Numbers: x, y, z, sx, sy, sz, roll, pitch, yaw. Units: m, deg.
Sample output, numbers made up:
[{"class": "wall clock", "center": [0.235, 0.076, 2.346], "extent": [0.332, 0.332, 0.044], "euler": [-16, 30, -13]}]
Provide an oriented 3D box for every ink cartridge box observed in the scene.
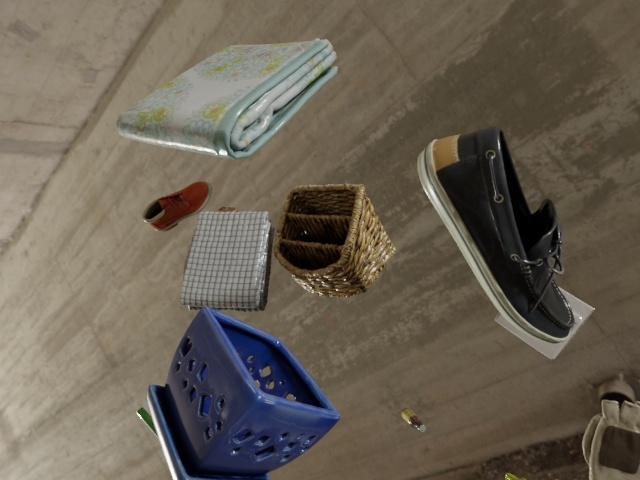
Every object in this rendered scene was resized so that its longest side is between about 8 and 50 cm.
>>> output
[{"class": "ink cartridge box", "center": [0.612, 0.207, 1.164], "extent": [0.168, 0.171, 0.233], "euler": [-56, -26, 6]}]

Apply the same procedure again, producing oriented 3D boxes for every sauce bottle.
[{"class": "sauce bottle", "center": [0.321, 0.621, 1.437], "extent": [0.042, 0.042, 0.128], "euler": [-31, 7, -10]}]

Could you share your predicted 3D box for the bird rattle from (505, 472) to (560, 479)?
[{"class": "bird rattle", "center": [0.701, 0.811, 1.281], "extent": [0.254, 0.206, 0.143], "euler": [-24, 24, 32]}]

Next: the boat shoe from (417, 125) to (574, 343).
[{"class": "boat shoe", "center": [0.371, 0.005, 0.778], "extent": [0.156, 0.500, 0.186], "euler": [-25, 22, 36]}]

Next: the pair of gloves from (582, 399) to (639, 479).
[{"class": "pair of gloves", "center": [0.523, 0.352, 0.615], "extent": [0.241, 0.203, 0.042], "euler": [6, -5, 20]}]

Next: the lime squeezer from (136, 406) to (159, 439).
[{"class": "lime squeezer", "center": [-0.260, 0.461, 0.823], "extent": [0.059, 0.310, 0.110], "euler": [-30, 15, -29]}]

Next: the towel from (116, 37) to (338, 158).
[{"class": "towel", "center": [-0.179, -0.299, 0.853], "extent": [0.374, 0.321, 0.090], "euler": [-51, -41, -33]}]

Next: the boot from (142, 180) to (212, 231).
[{"class": "boot", "center": [-0.308, -0.080, 0.899], "extent": [0.158, 0.059, 0.084], "euler": [-39, -13, -4]}]

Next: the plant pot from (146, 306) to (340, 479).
[{"class": "plant pot", "center": [-0.149, 0.289, 0.729], "extent": [0.212, 0.236, 0.236], "euler": [-50, -44, 1]}]

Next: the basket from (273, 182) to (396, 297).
[{"class": "basket", "center": [0.000, 0.000, 1.085], "extent": [0.299, 0.222, 0.213], "euler": [9, 49, 49]}]

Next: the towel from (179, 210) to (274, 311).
[{"class": "towel", "center": [-0.257, 0.059, 1.189], "extent": [0.236, 0.283, 0.121], "euler": [0, -21, 14]}]

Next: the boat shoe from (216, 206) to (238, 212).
[{"class": "boat shoe", "center": [-0.343, -0.099, 1.513], "extent": [0.064, 0.060, 0.178], "euler": [-53, 10, 8]}]
